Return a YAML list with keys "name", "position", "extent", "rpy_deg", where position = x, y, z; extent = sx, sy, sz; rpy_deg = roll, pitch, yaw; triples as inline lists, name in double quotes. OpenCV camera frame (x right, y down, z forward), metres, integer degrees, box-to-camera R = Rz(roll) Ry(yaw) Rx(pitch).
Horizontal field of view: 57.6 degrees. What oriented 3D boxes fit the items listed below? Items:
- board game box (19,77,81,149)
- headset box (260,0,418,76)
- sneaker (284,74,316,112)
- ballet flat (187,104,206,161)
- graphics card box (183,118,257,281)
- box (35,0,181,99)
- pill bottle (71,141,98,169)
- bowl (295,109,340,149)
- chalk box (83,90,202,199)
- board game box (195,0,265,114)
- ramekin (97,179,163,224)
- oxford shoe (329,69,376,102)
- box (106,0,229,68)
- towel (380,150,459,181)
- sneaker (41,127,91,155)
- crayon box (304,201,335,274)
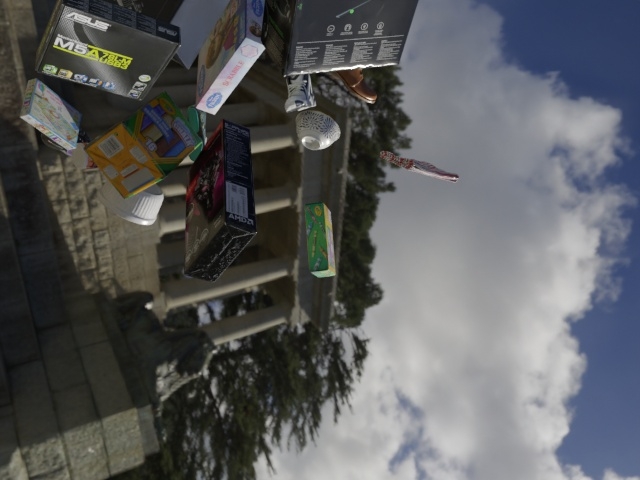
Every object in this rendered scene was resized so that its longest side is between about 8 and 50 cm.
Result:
- name: "board game box"
  position: [-0.650, -0.303, 1.413]
  extent: [0.154, 0.026, 0.103]
  rpy_deg: [47, 38, -59]
- name: "headset box"
  position: [0.042, -0.447, 0.999]
  extent: [0.131, 0.246, 0.283]
  rpy_deg: [61, -27, 33]
- name: "sneaker"
  position: [-0.085, -0.537, 2.044]
  extent: [0.094, 0.235, 0.153]
  rpy_deg: [-13, -80, 22]
- name: "ballet flat"
  position: [-0.395, -0.350, 1.896]
  extent: [0.070, 0.070, 0.188]
  rpy_deg: [43, -46, 47]
- name: "graphics card box"
  position: [-0.264, -0.107, 1.503]
  extent: [0.233, 0.094, 0.371]
  rpy_deg: [-44, -139, 38]
- name: "box"
  position: [-0.360, -0.323, 0.984]
  extent: [0.184, 0.190, 0.045]
  rpy_deg: [-26, -118, 48]
- name: "pill bottle"
  position: [-0.724, -0.280, 1.909]
  extent: [0.086, 0.152, 0.086]
  rpy_deg: [10, -73, 38]
- name: "bowl"
  position: [-0.022, -0.378, 2.085]
  extent: [0.170, 0.170, 0.080]
  rpy_deg: [-42, -156, 59]
- name: "chalk box"
  position: [-0.475, -0.281, 1.638]
  extent: [0.180, 0.289, 0.179]
  rpy_deg: [-22, -67, 32]
- name: "board game box"
  position: [-0.254, -0.573, 1.634]
  extent: [0.318, 0.066, 0.319]
  rpy_deg: [-36, -131, 47]
- name: "ramekin"
  position: [-0.630, -0.153, 1.962]
  extent: [0.109, 0.207, 0.207]
  rpy_deg: [-57, -136, 13]
- name: "oxford shoe"
  position: [0.101, -0.480, 1.703]
  extent: [0.076, 0.212, 0.076]
  rpy_deg: [-40, -144, 24]
- name: "box"
  position: [-0.367, -0.629, 1.317]
  extent: [0.312, 0.343, 0.179]
  rpy_deg: [28, -6, 7]
- name: "towel"
  position: [0.253, -0.196, 1.502]
  extent: [0.197, 0.144, 0.029]
  rpy_deg: [-133, -122, -65]
- name: "sneaker"
  position: [-0.951, -0.379, 2.053]
  extent: [0.283, 0.124, 0.107]
  rpy_deg: [48, 31, -57]
- name: "crayon box"
  position: [0.000, 0.000, 2.370]
  extent: [0.165, 0.081, 0.279]
  rpy_deg: [45, 39, -74]
